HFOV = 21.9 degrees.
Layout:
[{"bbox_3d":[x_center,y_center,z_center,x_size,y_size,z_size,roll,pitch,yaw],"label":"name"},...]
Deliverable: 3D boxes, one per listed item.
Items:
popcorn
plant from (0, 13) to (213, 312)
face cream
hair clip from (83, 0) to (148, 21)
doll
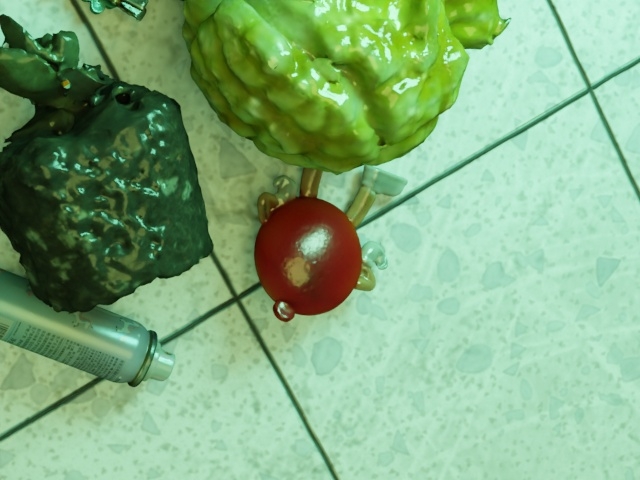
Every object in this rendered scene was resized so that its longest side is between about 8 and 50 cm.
[{"bbox_3d":[0.017,-0.210,1.758,0.335,0.279,0.274,22,134,-1],"label":"popcorn"},{"bbox_3d":[-0.252,-0.095,1.726,0.213,0.215,0.312,-21,98,-21],"label":"plant"},{"bbox_3d":[-0.271,0.102,1.825,0.229,0.075,0.075,24,91,-19],"label":"face cream"},{"bbox_3d":[-0.266,-0.286,1.786,0.173,0.049,0.049,32,88,-13],"label":"hair clip"},{"bbox_3d":[0.000,0.000,1.891,0.183,0.085,0.217,24,73,-20],"label":"doll"}]
